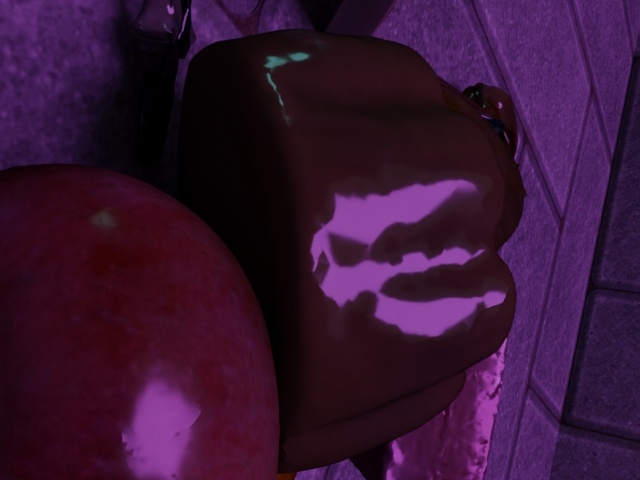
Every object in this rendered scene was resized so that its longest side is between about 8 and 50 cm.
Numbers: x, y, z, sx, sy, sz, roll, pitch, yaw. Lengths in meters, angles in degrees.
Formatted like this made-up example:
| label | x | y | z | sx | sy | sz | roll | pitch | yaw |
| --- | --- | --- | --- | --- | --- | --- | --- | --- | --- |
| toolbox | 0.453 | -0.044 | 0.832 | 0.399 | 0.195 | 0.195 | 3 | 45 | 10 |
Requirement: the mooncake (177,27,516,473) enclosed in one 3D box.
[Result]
| label | x | y | z | sx | sy | sz | roll | pitch | yaw |
| --- | --- | --- | --- | --- | --- | --- | --- | --- | --- |
| mooncake | 0.000 | 0.000 | 0.659 | 0.201 | 0.378 | 0.378 | -7 | 104 | -24 |

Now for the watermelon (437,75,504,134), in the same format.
| label | x | y | z | sx | sy | sz | roll | pitch | yaw |
| --- | --- | --- | --- | --- | --- | --- | --- | --- | --- |
| watermelon | 0.191 | -0.226 | 1.147 | 0.136 | 0.207 | 0.202 | 91 | 3 | -64 |

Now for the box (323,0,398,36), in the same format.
| label | x | y | z | sx | sy | sz | roll | pitch | yaw |
| --- | --- | --- | --- | --- | --- | --- | --- | --- | --- |
| box | 0.132 | -0.417 | 0.914 | 0.353 | 0.069 | 0.214 | -62 | -172 | -14 |

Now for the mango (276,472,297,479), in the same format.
| label | x | y | z | sx | sy | sz | roll | pitch | yaw |
| --- | --- | --- | --- | --- | --- | --- | --- | --- | --- |
| mango | -0.107 | 0.233 | 0.785 | 0.253 | 0.113 | 0.138 | 29 | 69 | -55 |

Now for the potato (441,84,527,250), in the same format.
| label | x | y | z | sx | sy | sz | roll | pitch | yaw |
| --- | --- | --- | --- | --- | --- | --- | --- | --- | --- |
| potato | 0.148 | -0.064 | 0.999 | 0.359 | 0.219 | 0.269 | 21 | 86 | -45 |

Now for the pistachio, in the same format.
| label | x | y | z | sx | sy | sz | roll | pitch | yaw |
| --- | --- | --- | --- | --- | --- | --- | --- | --- | --- |
| pistachio | 0.312 | -0.198 | 1.375 | 0.165 | 0.131 | 0.210 | -109 | 179 | -54 |

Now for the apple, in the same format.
| label | x | y | z | sx | sy | sz | roll | pitch | yaw |
| --- | --- | --- | --- | --- | --- | --- | --- | --- | --- |
| apple | -0.169 | 0.126 | 0.483 | 0.269 | 0.345 | 0.344 | 28 | 72 | -63 |

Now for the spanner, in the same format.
| label | x | y | z | sx | sy | sz | roll | pitch | yaw |
| --- | --- | --- | --- | --- | --- | --- | --- | --- | --- |
| spanner | -0.141 | -0.229 | 0.674 | 0.095 | 0.040 | 0.324 | -63 | 164 | -76 |

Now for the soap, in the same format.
| label | x | y | z | sx | sy | sz | roll | pitch | yaw |
| --- | --- | --- | --- | --- | --- | --- | --- | --- | --- |
| soap | 0.104 | 0.171 | 0.923 | 0.359 | 0.128 | 0.233 | 155 | -54 | -80 |
